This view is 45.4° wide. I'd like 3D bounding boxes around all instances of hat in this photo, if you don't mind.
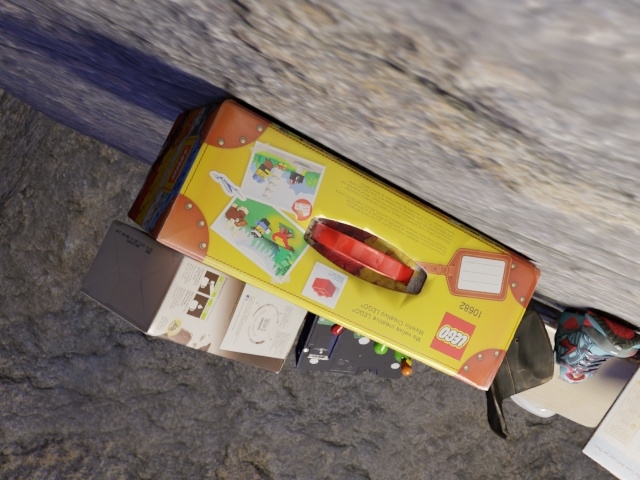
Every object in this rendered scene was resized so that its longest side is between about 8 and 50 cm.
[{"bbox_3d":[0.347,0.187,1.393,0.133,0.332,0.331,-11,173,5],"label":"hat"}]

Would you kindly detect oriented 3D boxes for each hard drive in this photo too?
[{"bbox_3d":[0.099,0.146,1.527,0.236,0.339,0.064,7,-136,-12],"label":"hard drive"}]

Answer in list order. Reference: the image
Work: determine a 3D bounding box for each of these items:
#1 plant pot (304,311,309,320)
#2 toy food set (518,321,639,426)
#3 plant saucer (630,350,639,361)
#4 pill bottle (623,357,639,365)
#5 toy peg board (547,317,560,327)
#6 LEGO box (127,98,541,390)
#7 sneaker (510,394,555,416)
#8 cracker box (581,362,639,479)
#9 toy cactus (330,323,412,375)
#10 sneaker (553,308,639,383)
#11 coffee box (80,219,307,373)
[{"bbox_3d":[0.092,0.107,1.782,0.274,0.243,0.275,25,176,2],"label":"plant pot"},{"bbox_3d":[0.510,0.251,1.594,0.306,0.092,0.220,24,133,1],"label":"toy food set"},{"bbox_3d":[0.660,0.241,1.614,0.083,0.015,0.083,25,177,1],"label":"plant saucer"},{"bbox_3d":[0.726,0.314,1.665,0.152,0.086,0.086,23,177,43],"label":"pill bottle"},{"bbox_3d":[0.537,0.260,1.699,0.161,0.079,0.160,26,147,-17],"label":"toy peg board"},{"bbox_3d":[0.000,0.000,1.131,0.500,0.193,0.372,26,177,-20],"label":"LEGO box"},{"bbox_3d":[0.503,0.298,1.915,0.152,0.114,0.305,91,153,-72],"label":"sneaker"},{"bbox_3d":[0.605,0.334,1.385,0.155,0.232,0.067,35,180,20],"label":"cracker box"},{"bbox_3d":[0.146,0.153,1.436,0.218,0.181,0.112,24,-151,-15],"label":"toy cactus"},{"bbox_3d":[0.469,0.195,1.316,0.104,0.125,0.262,24,177,5],"label":"sneaker"},{"bbox_3d":[-0.178,0.090,1.142,0.168,0.119,0.297,23,176,38],"label":"coffee box"}]
